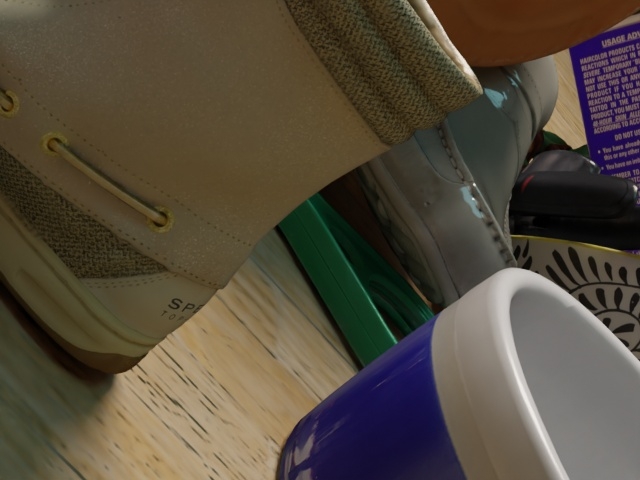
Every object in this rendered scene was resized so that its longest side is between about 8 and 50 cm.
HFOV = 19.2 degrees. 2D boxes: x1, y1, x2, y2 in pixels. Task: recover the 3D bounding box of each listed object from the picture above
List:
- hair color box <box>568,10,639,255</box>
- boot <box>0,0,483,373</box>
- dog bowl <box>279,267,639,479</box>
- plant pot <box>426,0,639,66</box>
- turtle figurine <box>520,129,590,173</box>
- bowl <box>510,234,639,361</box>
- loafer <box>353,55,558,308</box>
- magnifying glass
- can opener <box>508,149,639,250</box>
[{"bbox_3d":[0.268,-0.026,1.198,0.185,0.110,0.339,-9,89,-47],"label":"hair color box"},{"bbox_3d":[-0.069,-0.085,0.587,0.213,0.165,0.077,52,16,-6],"label":"boot"},{"bbox_3d":[0.105,0.146,0.709,0.265,0.104,0.265,48,17,-20],"label":"dog bowl"},{"bbox_3d":[0.081,-0.222,0.892,0.291,0.291,0.203,26,29,-58],"label":"plant pot"},{"bbox_3d":[0.130,-0.085,1.237,0.175,0.118,0.234,38,33,-6],"label":"turtle figurine"},{"bbox_3d":[0.150,0.061,1.001,0.170,0.170,0.080,30,73,-55],"label":"bowl"},{"bbox_3d":[0.067,-0.075,0.974,0.319,0.111,0.112,-98,165,-59],"label":"loafer"},{"bbox_3d":[0.000,0.000,0.868,0.231,0.026,0.092,53,15,-6],"label":"magnifying glass"},{"bbox_3d":[0.124,-0.019,0.992,0.059,0.073,0.186,26,-4,-14],"label":"can opener"}]
